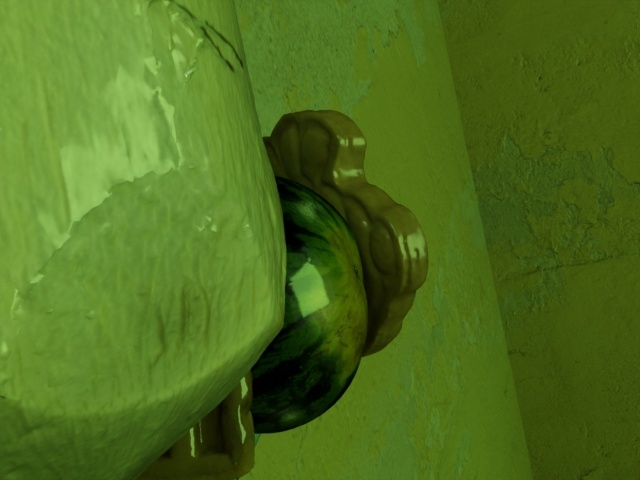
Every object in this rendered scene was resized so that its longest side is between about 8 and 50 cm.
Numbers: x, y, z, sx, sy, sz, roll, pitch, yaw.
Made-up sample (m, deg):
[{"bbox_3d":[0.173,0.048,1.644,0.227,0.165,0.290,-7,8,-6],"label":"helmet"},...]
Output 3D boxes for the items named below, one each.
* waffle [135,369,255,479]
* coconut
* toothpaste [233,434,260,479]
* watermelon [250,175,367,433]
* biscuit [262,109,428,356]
[{"bbox_3d":[-0.167,0.033,0.670,0.098,0.224,0.327,143,-56,-77],"label":"waffle"},{"bbox_3d":[-0.190,-0.009,0.456,0.346,0.346,0.360,8,75,-68],"label":"coconut"},{"bbox_3d":[-0.127,0.284,0.926,0.297,0.048,0.074,-61,141,-52],"label":"toothpaste"},{"bbox_3d":[-0.072,0.064,0.859,0.269,0.269,0.269,-8,90,-69],"label":"watermelon"},{"bbox_3d":[0.000,0.000,1.028,0.057,0.351,0.312,-16,81,-29],"label":"biscuit"}]
